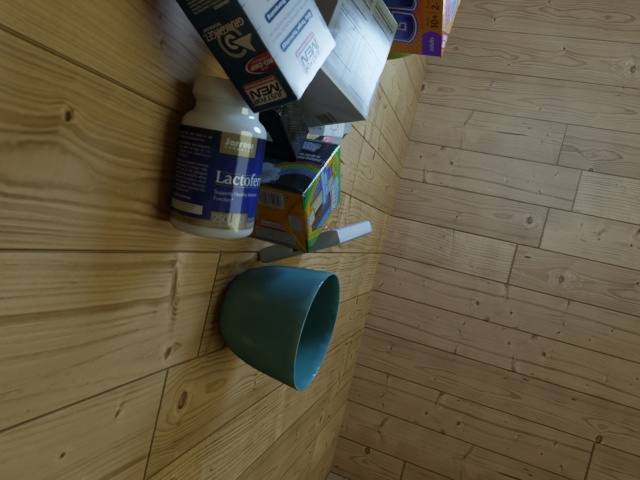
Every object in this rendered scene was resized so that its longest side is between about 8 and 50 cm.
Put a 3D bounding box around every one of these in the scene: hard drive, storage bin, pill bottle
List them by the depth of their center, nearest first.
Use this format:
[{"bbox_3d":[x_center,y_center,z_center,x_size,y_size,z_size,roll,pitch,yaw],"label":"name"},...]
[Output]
[{"bbox_3d":[-0.179,-0.146,0.838,0.153,0.153,0.265,-21,122,-69],"label":"pill bottle"},{"bbox_3d":[-0.108,-0.261,1.015,0.180,0.121,0.085,69,39,-61],"label":"storage bin"},{"bbox_3d":[0.000,0.000,1.385,0.353,0.232,0.047,-18,93,-70],"label":"hard drive"}]

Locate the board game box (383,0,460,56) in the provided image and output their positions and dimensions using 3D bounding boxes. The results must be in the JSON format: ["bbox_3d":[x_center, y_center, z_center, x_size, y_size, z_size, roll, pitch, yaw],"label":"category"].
[{"bbox_3d":[0.163,-0.719,1.111,0.356,0.356,0.357,64,43,-63],"label":"board game box"}]

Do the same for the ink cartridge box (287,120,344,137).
[{"bbox_3d":[-0.017,-0.322,1.262,0.198,0.115,0.067,-24,126,-67],"label":"ink cartridge box"}]

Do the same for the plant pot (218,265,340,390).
[{"bbox_3d":[-0.109,0.194,1.174,0.293,0.234,0.293,14,90,-72],"label":"plant pot"}]

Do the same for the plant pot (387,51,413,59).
[{"bbox_3d":[0.283,-0.820,1.631,0.275,0.274,0.294,-56,138,-48],"label":"plant pot"}]

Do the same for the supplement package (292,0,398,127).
[{"bbox_3d":[0.014,-0.424,1.043,0.198,0.199,0.263,34,69,-45],"label":"supplement package"}]

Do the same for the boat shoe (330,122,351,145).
[{"bbox_3d":[0.045,-0.355,1.557,0.065,0.075,0.206,-34,-159,40],"label":"boat shoe"}]

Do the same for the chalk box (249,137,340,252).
[{"bbox_3d":[-0.056,-0.142,1.174,0.289,0.180,0.179,-57,154,-43],"label":"chalk box"}]

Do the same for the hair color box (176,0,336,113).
[{"bbox_3d":[-0.124,-0.384,0.683,0.347,0.105,0.174,54,48,-35],"label":"hair color box"}]

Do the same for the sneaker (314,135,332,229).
[{"bbox_3d":[0.006,-0.165,1.416,0.116,0.136,0.314,46,60,-71],"label":"sneaker"}]
